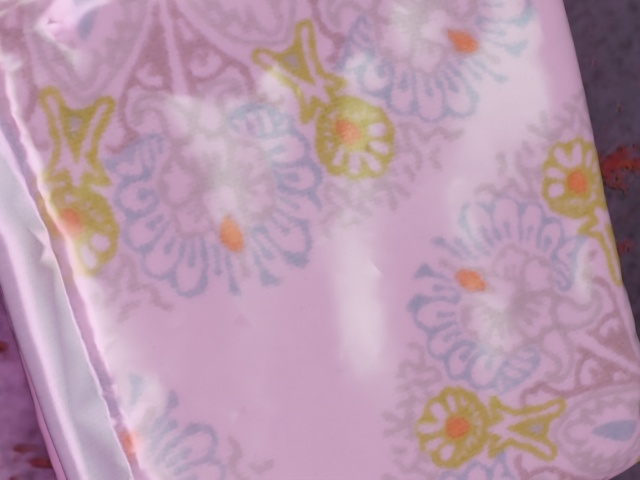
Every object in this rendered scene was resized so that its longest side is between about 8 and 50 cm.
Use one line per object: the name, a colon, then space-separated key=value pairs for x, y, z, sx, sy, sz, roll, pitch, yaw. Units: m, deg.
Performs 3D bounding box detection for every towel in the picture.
towel: x=0.000 y=0.000 z=0.630 sx=0.320 sy=0.090 sz=0.375 roll=-19 pitch=103 yaw=-19
